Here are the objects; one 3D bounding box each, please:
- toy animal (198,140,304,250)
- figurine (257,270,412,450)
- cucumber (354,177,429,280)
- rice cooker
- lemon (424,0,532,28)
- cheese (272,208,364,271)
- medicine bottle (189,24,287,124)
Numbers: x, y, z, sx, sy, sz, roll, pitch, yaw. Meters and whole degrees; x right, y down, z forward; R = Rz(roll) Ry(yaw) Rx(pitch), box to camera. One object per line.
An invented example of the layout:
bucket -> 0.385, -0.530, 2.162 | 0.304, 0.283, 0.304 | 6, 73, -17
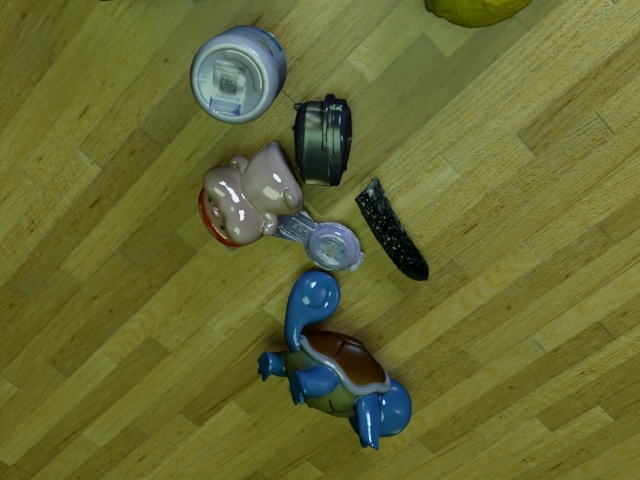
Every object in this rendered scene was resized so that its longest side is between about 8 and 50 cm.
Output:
toy animal -> -0.134, -0.079, 1.122 | 0.197, 0.171, 0.171 | -31, 109, 14
figurine -> 0.016, 0.280, 1.264 | 0.298, 0.243, 0.416 | -4, 122, 57
cucumber -> 0.141, -0.009, 1.179 | 0.067, 0.067, 0.245 | -25, 113, 16
rice cooker -> 0.005, -0.177, 1.081 | 0.106, 0.112, 0.165 | -1, 115, 13
lemon -> 0.251, -0.417, 0.907 | 0.180, 0.180, 0.193 | 44, 133, -15
cheese -> 0.000, 0.000, 1.207 | 0.191, 0.042, 0.105 | 30, 113, -7
medicine bottle -> -0.124, -0.279, 0.985 | 0.135, 0.215, 0.135 | 2, 116, 5
